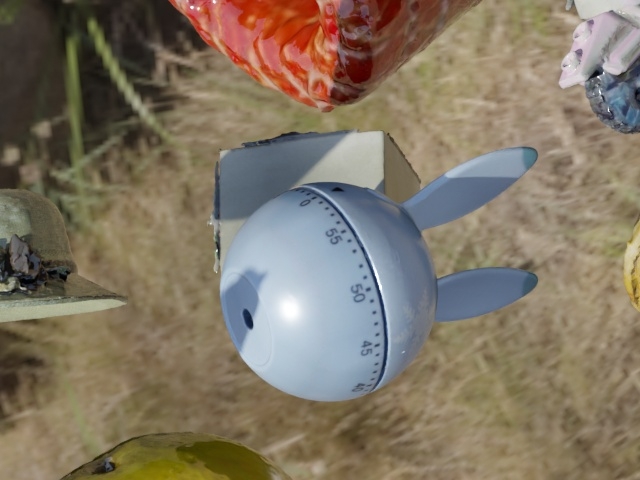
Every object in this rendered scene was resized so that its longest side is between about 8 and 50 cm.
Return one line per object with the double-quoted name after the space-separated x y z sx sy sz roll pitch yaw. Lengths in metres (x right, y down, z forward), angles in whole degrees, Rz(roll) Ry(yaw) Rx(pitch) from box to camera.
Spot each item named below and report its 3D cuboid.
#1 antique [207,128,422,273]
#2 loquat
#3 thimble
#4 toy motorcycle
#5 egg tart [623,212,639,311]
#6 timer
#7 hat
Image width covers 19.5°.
0.000 0.000 1.557 0.152 0.147 0.148 -7 72 15 "antique"
-0.082 0.250 1.306 0.246 0.213 0.213 30 112 19 "loquat"
-0.011 -0.299 1.626 0.350 0.230 0.350 40 155 23 "thimble"
0.225 -0.223 1.476 0.204 0.239 0.108 35 139 -22 "toy motorcycle"
0.360 -0.051 1.579 0.132 0.297 0.297 43 119 46 "egg tart"
0.034 0.016 1.379 0.175 0.255 0.175 20 126 29 "timer"
-0.327 0.015 1.874 0.257 0.257 0.130 -10 85 30 "hat"
